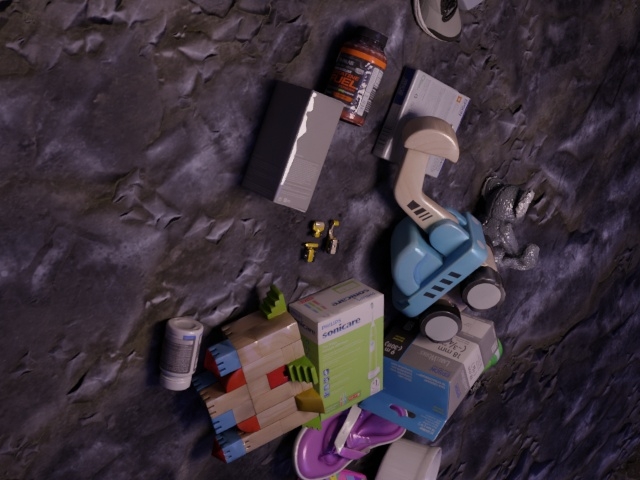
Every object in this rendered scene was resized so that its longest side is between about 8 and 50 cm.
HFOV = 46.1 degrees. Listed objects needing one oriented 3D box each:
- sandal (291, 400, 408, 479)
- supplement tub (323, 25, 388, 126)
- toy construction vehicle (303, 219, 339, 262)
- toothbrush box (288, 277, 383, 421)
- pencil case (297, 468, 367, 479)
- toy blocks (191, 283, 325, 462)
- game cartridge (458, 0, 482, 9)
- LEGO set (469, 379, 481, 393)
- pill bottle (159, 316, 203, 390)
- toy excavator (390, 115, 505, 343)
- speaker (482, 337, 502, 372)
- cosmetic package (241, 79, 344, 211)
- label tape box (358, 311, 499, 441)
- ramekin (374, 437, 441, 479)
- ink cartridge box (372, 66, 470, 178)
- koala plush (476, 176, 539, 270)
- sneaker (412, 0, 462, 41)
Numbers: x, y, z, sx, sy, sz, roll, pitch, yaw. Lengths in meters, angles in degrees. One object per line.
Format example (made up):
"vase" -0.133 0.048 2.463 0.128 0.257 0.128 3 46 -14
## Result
"sandal" 0.096 0.500 1.973 0.416 0.102 0.169 -15 89 -42
"supplement tub" 0.076 -0.350 1.596 0.106 0.106 0.198 14 99 -44
"toy construction vehicle" 0.000 0.000 1.747 0.086 0.035 0.098 0 107 -29
"toothbrush box" 0.042 0.265 1.839 0.206 0.122 0.283 -21 123 -33
"pencil case" 0.041 0.661 2.040 0.236 0.104 0.104 33 86 -47
"toy blocks" -0.160 0.321 1.673 0.261 0.191 0.381 -23 124 -18
"game cartridge" 0.387 -0.693 1.747 0.297 0.062 0.198 -51 138 -11
"LEGO set" 0.501 0.455 2.397 0.054 0.023 0.083 -2 111 -40
"pill bottle" -0.293 0.236 1.563 0.078 0.078 0.137 0 109 -41
"toy excavator" 0.266 -0.023 1.815 0.445 0.222 0.433 35 119 -20
"speaker" 0.395 0.373 2.196 0.296 0.131 0.131 -30 127 -28
"cosmetic package" -0.058 -0.195 1.537 0.107 0.127 0.238 16 100 -44
"label tape box" 0.273 0.320 1.944 0.334 0.240 0.106 -47 135 -30
"ramekin" 0.238 0.701 2.142 0.277 0.135 0.277 16 90 -70
"ink cartridge box" 0.246 -0.279 1.819 0.224 0.045 0.223 15 100 -45
"koala plush" 0.494 -0.054 2.047 0.203 0.196 0.221 5 110 -32
"sneaker" 0.261 -0.550 1.665 0.100 0.108 0.271 -49 135 -15
